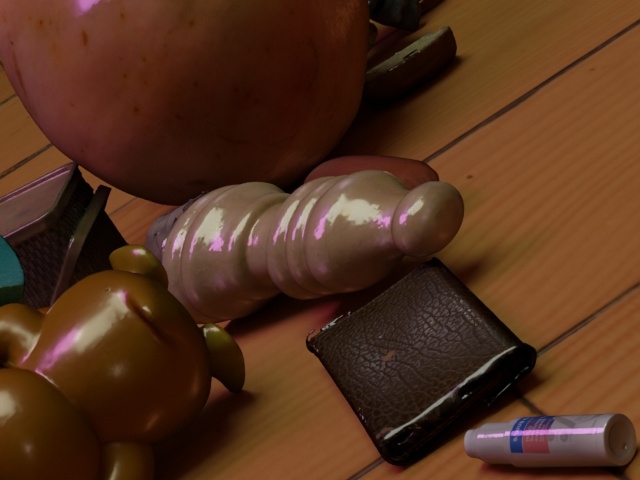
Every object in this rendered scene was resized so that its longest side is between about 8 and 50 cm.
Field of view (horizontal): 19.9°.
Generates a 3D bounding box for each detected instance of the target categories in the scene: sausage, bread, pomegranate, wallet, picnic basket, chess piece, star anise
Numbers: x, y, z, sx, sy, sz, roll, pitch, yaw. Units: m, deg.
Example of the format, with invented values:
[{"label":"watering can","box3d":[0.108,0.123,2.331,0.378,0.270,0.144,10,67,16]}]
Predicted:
[{"label":"sausage","box3d":[0.045,-0.045,1.706,0.077,0.077,0.194,-39,20,-22]},{"label":"bread","box3d":[0.093,-0.191,2.045,0.129,0.044,0.126,-36,12,-6]},{"label":"pomegranate","box3d":[-0.143,-0.217,1.951,0.411,0.411,0.411,-27,19,11]},{"label":"wallet","box3d":[0.073,0.088,1.393,0.133,0.039,0.243,-36,21,-2]},{"label":"picnic basket","box3d":[-0.332,0.044,1.940,0.266,0.139,0.165,-26,20,13]},{"label":"chess piece","box3d":[0.000,0.000,1.593,0.138,0.124,0.307,-12,3,-40]},{"label":"star anise","box3d":[0.030,-0.339,2.214,0.111,0.257,0.198,-59,13,15]}]

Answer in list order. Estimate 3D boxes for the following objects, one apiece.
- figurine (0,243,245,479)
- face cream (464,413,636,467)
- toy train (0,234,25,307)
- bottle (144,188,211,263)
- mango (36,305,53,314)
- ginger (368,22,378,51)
[{"label":"figurine","box3d":[-0.188,0.122,1.480,0.228,0.215,0.215,-45,20,0]},{"label":"face cream","box3d":[0.144,0.131,1.184,0.130,0.034,0.034,-9,29,49]},{"label":"toy train","box3d":[-0.361,0.132,1.569,0.194,0.298,0.120,-9,39,-31]},{"label":"bottle","box3d":[-0.116,-0.001,1.809,0.152,0.099,0.099,-13,26,50]},{"label":"mango","box3d":[-0.282,0.130,1.744,0.165,0.089,0.115,-42,31,-21]},{"label":"ginger","box3d":[-0.077,-0.168,2.191,0.333,0.080,0.166,-29,5,9]}]
